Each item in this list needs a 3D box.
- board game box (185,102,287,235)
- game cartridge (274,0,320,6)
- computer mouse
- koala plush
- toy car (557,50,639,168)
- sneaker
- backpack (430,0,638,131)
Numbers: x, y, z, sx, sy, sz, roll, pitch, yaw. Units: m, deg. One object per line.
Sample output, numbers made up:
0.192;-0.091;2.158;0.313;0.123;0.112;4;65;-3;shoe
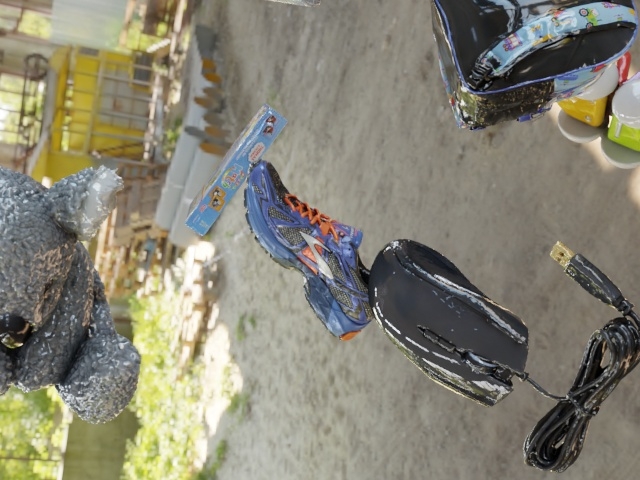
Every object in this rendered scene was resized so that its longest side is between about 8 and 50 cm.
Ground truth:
-0.132;-0.116;1.207;0.211;0.039;0.160;-54;13;7;board game box
-0.060;-0.414;0.837;0.198;0.062;0.297;20;113;38;game cartridge
0.143;0.064;0.678;0.262;0.060;0.184;44;123;28;computer mouse
-0.244;0.022;0.595;0.221;0.196;0.203;114;146;-56;koala plush
0.438;-0.206;1.130;0.136;0.182;0.159;-46;-26;-13;toy car
0.000;0.000;0.823;0.087;0.221;0.083;-31;20;19;sneaker
0.204;-0.198;0.751;0.117;0.173;0.158;70;-174;-66;backpack
